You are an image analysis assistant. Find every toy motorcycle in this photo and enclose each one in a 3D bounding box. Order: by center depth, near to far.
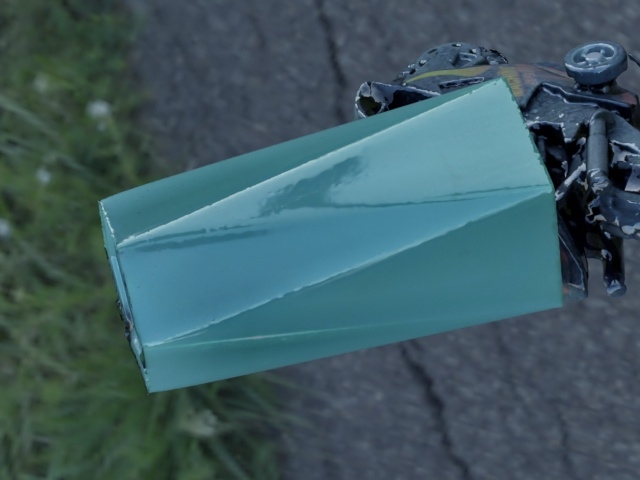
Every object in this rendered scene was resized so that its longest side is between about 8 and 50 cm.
[{"bbox_3d":[0.118,-0.052,1.182,0.173,0.108,0.307,-28,33,-22],"label":"toy motorcycle"}]

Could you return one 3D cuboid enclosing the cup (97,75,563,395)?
[{"bbox_3d":[0.000,0.000,1.035,0.148,0.236,0.134,152,105,-82],"label":"cup"}]
